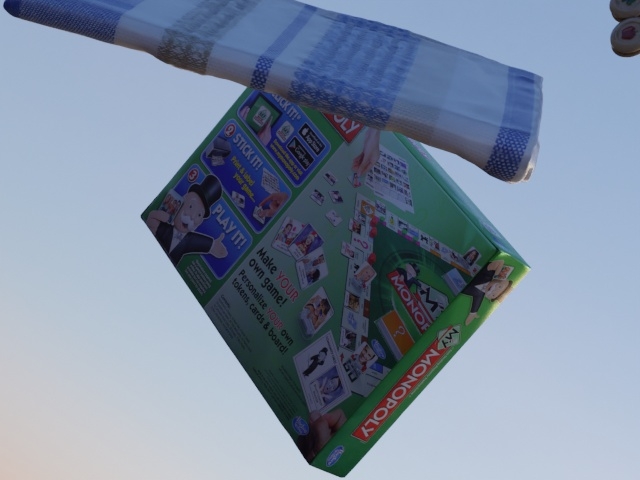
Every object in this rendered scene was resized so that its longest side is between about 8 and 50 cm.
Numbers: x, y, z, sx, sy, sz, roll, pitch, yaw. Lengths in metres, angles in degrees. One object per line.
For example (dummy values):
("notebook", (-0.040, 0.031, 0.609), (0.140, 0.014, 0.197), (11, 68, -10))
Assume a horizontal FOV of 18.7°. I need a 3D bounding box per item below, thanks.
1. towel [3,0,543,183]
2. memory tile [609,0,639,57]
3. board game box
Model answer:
("towel", (-0.013, -0.100, 1.059), (0.285, 0.034, 0.209), (17, 16, 1))
("memory tile", (0.296, -0.224, 1.634), (0.113, 0.148, 0.012), (-13, -38, 23))
("board game box", (0.000, 0.000, 1.494), (0.046, 0.213, 0.317), (29, 17, -45))
